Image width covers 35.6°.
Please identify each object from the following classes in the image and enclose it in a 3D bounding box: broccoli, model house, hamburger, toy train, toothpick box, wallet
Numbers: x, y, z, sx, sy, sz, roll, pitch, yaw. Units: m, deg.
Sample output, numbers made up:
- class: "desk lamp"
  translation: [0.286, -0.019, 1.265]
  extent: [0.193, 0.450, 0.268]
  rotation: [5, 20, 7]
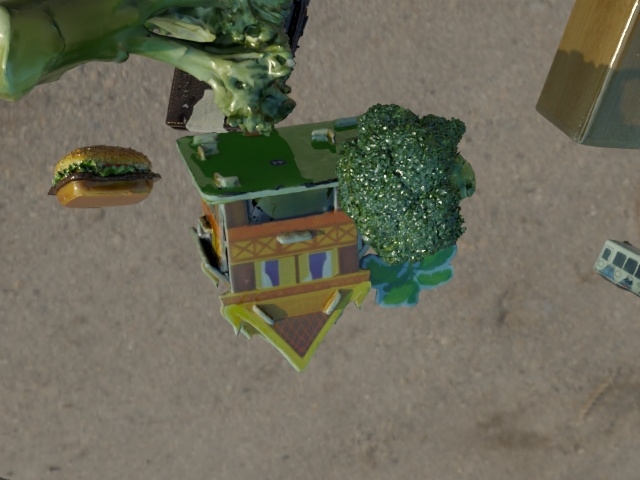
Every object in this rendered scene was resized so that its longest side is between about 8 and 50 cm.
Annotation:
- class: "broccoli"
  translation: [-0.229, -0.281, 1.000]
  extent: [0.397, 0.353, 0.274]
  rotation: [-13, 136, -36]
- class: "broccoli"
  translation: [0.096, -0.059, 1.106]
  extent: [0.156, 0.195, 0.195]
  rotation: [5, 135, -38]
- class: "model house"
  translation: [0.000, 0.000, 1.388]
  extent: [0.358, 0.242, 0.312]
  rotation: [-11, 119, -15]
- class: "hamburger"
  translation: [-0.341, -0.106, 1.590]
  extent: [0.166, 0.087, 0.137]
  rotation: [-3, 170, -38]
- class: "toy train"
  translation: [0.296, 0.050, 0.789]
  extent: [0.043, 0.207, 0.047]
  rotation: [16, 103, -25]
- class: "toothpick box"
  translation: [0.490, -0.316, 1.605]
  extent: [0.188, 0.190, 0.308]
  rotation: [0, 122, -29]
- class: "wallet"
  translation: [-0.132, -0.289, 1.493]
  extent: [0.221, 0.262, 0.071]
  rotation: [10, 176, 40]

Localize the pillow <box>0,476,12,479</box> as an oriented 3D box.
- class: "pillow"
  translation: [-0.365, 0.371, 1.158]
  extent: [0.171, 0.179, 0.075]
  rotation: [23, 153, -18]
